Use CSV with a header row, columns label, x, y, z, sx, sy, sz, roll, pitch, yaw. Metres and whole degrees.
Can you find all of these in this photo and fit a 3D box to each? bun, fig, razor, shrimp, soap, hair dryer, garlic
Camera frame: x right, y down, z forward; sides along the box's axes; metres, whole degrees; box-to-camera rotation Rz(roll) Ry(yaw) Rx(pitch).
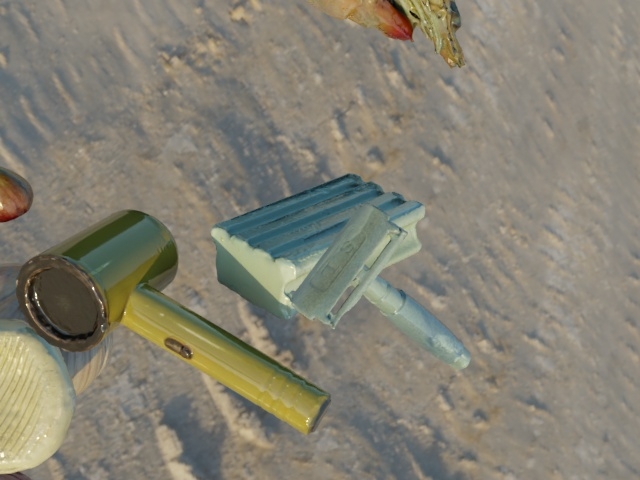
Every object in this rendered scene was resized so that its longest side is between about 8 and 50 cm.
label,x,y,z,sx,sy,sz,roll,pitch,yaw
bun,-0.376,0.182,1.046,0.183,0.102,0.183,1,84,-7
fig,-0.516,-0.091,1.412,0.089,0.089,0.125,-69,148,-44
razor,0.049,0.041,0.500,0.135,0.068,0.040,39,-2,-41
shrimp,0.034,-0.170,0.556,0.190,0.042,0.101,38,79,-36
soap,0.000,0.000,0.881,0.198,0.114,0.063,-23,128,-40
hair dryer,-0.113,0.077,0.781,0.279,0.090,0.135,30,29,10
garlic,-0.522,0.168,1.625,0.317,0.259,0.317,18,21,-7

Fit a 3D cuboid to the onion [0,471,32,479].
label,x,y,z,sx,sy,sz,roll,pitch,yaw
onion,-0.451,0.394,1.225,0.111,0.247,0.250,-31,116,-52
